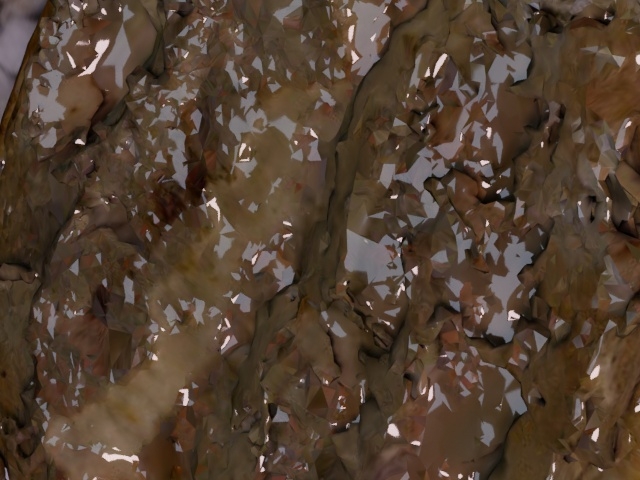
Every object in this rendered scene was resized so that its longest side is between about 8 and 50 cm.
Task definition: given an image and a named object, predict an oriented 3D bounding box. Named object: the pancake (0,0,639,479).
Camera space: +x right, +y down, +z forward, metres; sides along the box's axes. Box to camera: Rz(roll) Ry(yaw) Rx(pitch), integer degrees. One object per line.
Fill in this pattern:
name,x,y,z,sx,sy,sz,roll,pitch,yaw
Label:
pancake,-0.001,0.000,0.647,0.382,0.071,0.382,0,89,43
